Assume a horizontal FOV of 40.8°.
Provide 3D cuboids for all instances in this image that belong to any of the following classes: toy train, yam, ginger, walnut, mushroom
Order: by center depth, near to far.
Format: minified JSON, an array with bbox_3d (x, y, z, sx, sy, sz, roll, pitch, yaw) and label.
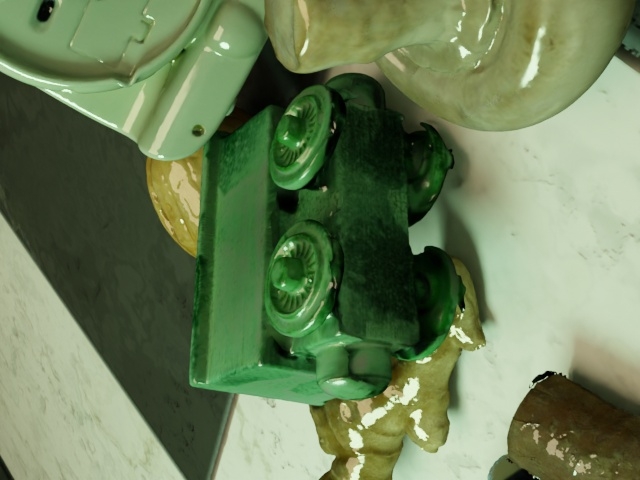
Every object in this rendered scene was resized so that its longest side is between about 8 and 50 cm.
[{"bbox_3d":[0.078,-0.172,0.512,0.206,0.209,0.206,-16,70,49],"label":"mushroom"},{"bbox_3d":[0.202,0.155,0.617,0.127,0.084,0.084,28,129,46],"label":"yam"},{"bbox_3d":[0.000,0.000,0.685,0.202,0.145,0.266,-27,55,48],"label":"toy train"},{"bbox_3d":[0.061,0.142,0.795,0.333,0.081,0.148,-59,44,36],"label":"ginger"},{"bbox_3d":[-0.099,-0.055,0.855,0.144,0.144,0.180,-19,102,55],"label":"walnut"}]

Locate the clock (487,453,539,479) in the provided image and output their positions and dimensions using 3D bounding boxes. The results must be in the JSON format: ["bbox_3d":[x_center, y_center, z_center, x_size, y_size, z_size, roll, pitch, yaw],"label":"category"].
[{"bbox_3d":[0.190,0.295,0.696,0.194,0.100,0.195,38,133,41],"label":"clock"}]

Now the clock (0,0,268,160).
[{"bbox_3d":[-0.189,-0.232,0.678,0.265,0.324,0.108,-60,24,17],"label":"clock"}]
